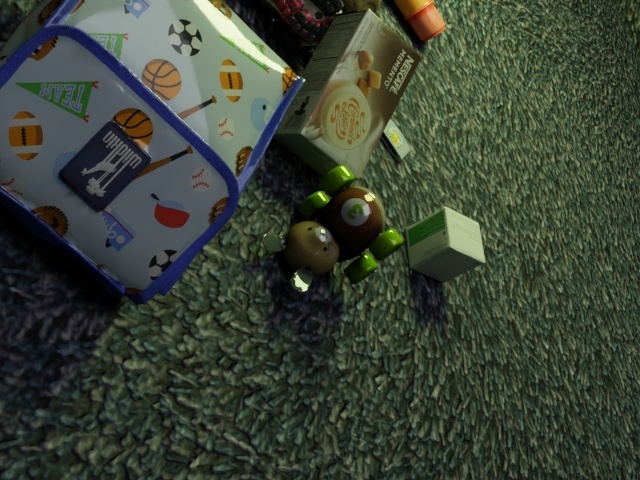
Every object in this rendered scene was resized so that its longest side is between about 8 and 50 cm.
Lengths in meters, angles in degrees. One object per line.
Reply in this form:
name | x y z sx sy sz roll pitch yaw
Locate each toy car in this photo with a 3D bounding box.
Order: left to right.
toy car | 0.000 0.000 1.519 0.188 0.149 0.155 -28 77 -42

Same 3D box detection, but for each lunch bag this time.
lunch bag | -0.243 -0.157 1.250 0.328 0.239 0.385 44 55 -23

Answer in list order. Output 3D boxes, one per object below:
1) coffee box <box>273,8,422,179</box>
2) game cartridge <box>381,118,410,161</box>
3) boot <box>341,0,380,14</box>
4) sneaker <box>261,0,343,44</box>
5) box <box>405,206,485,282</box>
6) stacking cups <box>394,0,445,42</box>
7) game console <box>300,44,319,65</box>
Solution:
coffee box | 0.044 -0.241 1.661 0.141 0.098 0.247 37 74 -31
game cartridge | 0.139 -0.195 1.909 0.083 0.017 0.056 55 33 -9
boot | 0.007 -0.494 1.874 0.207 0.090 0.248 41 -1 11
sneaker | -0.078 -0.452 1.753 0.299 0.121 0.112 48 2 -3
box | 0.223 0.009 1.802 0.102 0.101 0.087 22 51 -39
stacking cups | 0.156 -0.569 2.131 0.316 0.096 0.096 57 36 -14
game console | 0.039 -0.314 1.819 0.107 0.071 0.122 -17 80 -54
